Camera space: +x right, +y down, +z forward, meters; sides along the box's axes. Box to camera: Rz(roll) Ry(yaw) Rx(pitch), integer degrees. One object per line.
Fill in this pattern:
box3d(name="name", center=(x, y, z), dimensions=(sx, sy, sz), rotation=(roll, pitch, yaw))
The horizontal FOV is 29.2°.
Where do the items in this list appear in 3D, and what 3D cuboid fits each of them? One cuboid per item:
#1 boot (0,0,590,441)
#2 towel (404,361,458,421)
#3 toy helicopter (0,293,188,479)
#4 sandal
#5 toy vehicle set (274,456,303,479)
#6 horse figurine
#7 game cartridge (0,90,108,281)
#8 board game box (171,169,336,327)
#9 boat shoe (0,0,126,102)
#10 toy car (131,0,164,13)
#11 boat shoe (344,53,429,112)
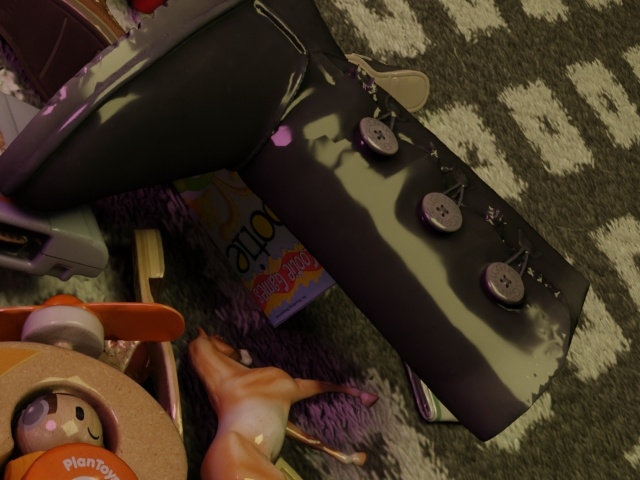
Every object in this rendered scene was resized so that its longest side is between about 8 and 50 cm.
box3d(name="boot", center=(0.001, -0.001, 1.013), dimensions=(0.445, 0.146, 0.367), rotation=(50, 51, -8))
box3d(name="towel", center=(0.148, 0.148, 1.341), dimensions=(0.152, 0.023, 0.113), rotation=(10, 55, -46))
box3d(name="toy helicopter", center=(-0.249, 0.090, 0.867), dimensions=(0.355, 0.140, 0.235), rotation=(34, 45, -4))
box3d(name="sandal", center=(-0.165, 0.090, 1.020), dimensions=(0.079, 0.088, 0.240), rotation=(-2, 49, -12))
box3d(name="toy vehicle set", center=(0.014, 0.330, 1.024), dimensions=(0.267, 0.035, 0.166), rotation=(48, 36, -7))
box3d(name="horse figurine", center=(-0.038, 0.179, 1.012), dimensions=(0.174, 0.066, 0.263), rotation=(23, 37, -13))
box3d(name="game cartridge", center=(-0.315, -0.074, 0.945), dimensions=(0.297, 0.062, 0.198), rotation=(17, 35, -40))
box3d(name="board game box", center=(-0.047, -0.080, 1.211), dimensions=(0.275, 0.142, 0.144), rotation=(54, 38, 3))
box3d(name="boat shoe", center=(-0.240, -0.216, 1.142), dimensions=(0.307, 0.110, 0.104), rotation=(47, 37, -7))
box3d(name="toy car", center=(-0.187, -0.311, 1.276), dimensions=(0.182, 0.159, 0.136), rotation=(28, 79, -30))
box3d(name="boat shoe", center=(0.041, -0.189, 1.489), dimensions=(0.206, 0.075, 0.065), rotation=(0, 18, -42))
